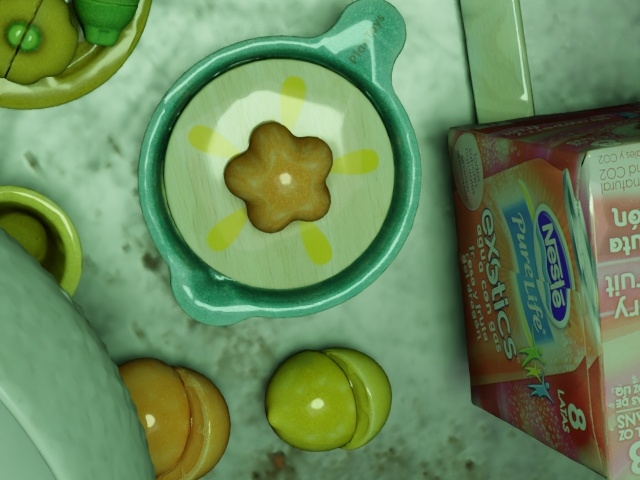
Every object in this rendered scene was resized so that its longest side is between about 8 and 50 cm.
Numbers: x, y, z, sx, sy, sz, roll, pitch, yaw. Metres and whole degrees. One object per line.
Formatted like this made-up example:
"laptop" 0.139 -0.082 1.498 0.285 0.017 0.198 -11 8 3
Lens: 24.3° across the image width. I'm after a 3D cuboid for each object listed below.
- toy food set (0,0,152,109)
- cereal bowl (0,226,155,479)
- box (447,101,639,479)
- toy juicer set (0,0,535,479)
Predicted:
"toy food set" -0.131 -0.166 0.685 0.128 0.071 0.218 11 97 -8
"cereal bowl" -0.221 0.095 0.653 0.339 0.141 0.339 7 119 13
"box" 0.228 0.002 0.688 0.300 0.154 0.142 -9 100 -16
"toy juicer set" 0.000 0.000 0.718 0.329 0.089 0.209 -31 101 -1
